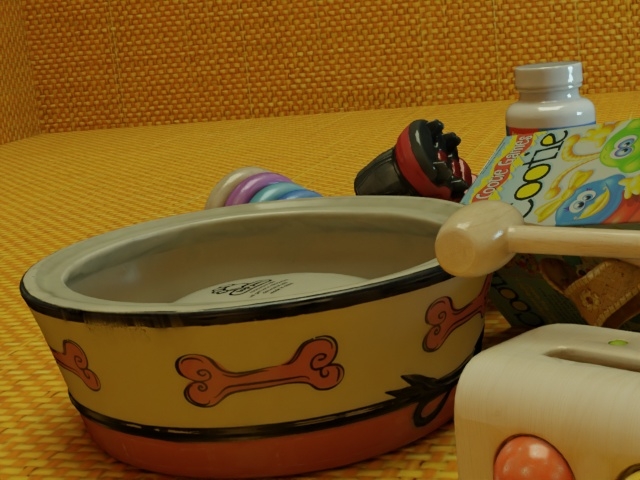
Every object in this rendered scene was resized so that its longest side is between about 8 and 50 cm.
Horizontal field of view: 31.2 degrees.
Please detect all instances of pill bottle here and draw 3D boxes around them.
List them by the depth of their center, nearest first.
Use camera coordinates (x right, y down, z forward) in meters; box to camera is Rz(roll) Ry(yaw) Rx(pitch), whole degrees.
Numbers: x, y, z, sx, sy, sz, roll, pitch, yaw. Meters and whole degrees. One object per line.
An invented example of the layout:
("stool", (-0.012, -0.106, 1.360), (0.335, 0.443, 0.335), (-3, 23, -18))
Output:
("pill bottle", (0.319, -0.132, 1.589), (0.124, 0.222, 0.124), (-6, 12, 1))

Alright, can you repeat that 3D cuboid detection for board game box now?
("board game box", (0.272, -0.014, 1.055), (0.275, 0.144, 0.142), (-3, 44, 53))

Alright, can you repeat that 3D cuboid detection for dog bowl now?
("dog bowl", (-0.043, 0.072, 1.000), (0.407, 0.150, 0.408), (-6, 13, 1))

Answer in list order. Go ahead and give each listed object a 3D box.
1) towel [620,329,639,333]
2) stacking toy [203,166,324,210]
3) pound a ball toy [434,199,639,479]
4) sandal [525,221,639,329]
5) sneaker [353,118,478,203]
("towel", (0.381, 0.016, 1.068), (0.243, 0.040, 0.336), (-47, 25, -14))
("stacking toy", (0.000, 0.000, 1.379), (0.141, 0.141, 0.330), (-15, 20, -36))
("pound a ball toy", (0.188, 0.095, 0.639), (0.319, 0.208, 0.135), (7, 18, 44))
("sandal", (0.239, 0.041, 0.897), (0.240, 0.079, 0.088), (12, 0, 38))
("sneaker", (0.137, -0.018, 1.231), (0.135, 0.276, 0.098), (-28, 44, 28))
